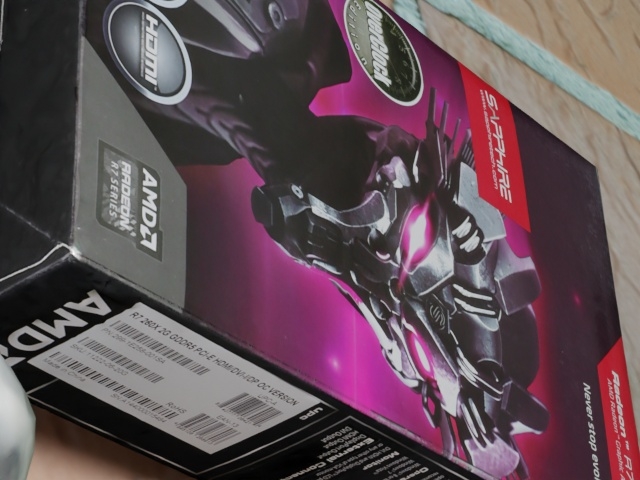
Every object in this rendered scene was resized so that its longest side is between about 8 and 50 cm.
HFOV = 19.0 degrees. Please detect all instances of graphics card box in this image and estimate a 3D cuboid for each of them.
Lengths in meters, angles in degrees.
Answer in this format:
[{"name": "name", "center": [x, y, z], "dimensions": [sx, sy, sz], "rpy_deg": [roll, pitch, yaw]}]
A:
[{"name": "graphics card box", "center": [0.000, 0.000, 0.815], "dimensions": [0.371, 0.094, 0.233], "rpy_deg": [32, 44, -39]}]

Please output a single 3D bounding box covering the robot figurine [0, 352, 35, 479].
[{"name": "robot figurine", "center": [-0.210, 0.018, 0.395], "dimensions": [0.353, 0.199, 0.300], "rpy_deg": [24, 10, 39]}]
